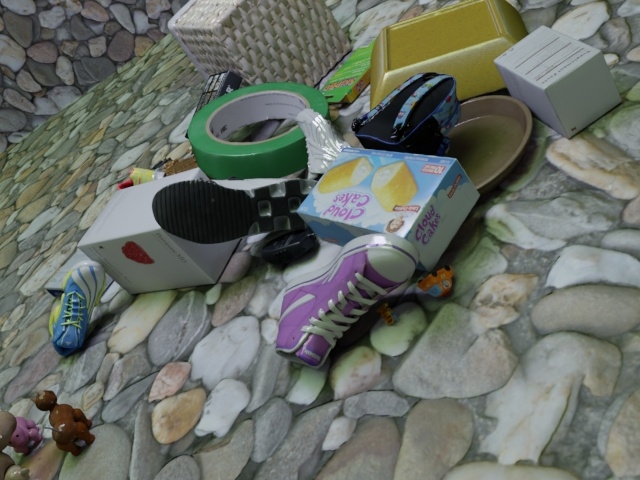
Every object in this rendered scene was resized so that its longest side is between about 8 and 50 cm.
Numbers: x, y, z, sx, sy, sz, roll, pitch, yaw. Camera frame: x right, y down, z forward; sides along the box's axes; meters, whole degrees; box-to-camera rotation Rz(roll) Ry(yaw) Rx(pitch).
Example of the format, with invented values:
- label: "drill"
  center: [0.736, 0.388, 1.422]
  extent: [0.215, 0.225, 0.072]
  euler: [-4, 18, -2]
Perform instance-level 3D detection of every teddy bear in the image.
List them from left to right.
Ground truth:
- label: "teddy bear"
  center: [-0.311, -0.151, 1.731]
  extent: [0.245, 0.113, 0.338]
  euler: [-39, 23, -14]

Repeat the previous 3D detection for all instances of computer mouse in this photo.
- label: "computer mouse"
  center: [-0.446, -0.178, 1.946]
  extent: [0.106, 0.042, 0.193]
  euler: [-36, 26, -5]
- label: "computer mouse"
  center: [0.000, 0.000, 1.273]
  extent: [0.242, 0.041, 0.071]
  euler: [-15, 21, 25]

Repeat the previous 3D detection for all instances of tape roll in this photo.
- label: "tape roll"
  center: [-0.134, -0.249, 1.571]
  extent: [0.321, 0.077, 0.321]
  euler: [-7, 39, 6]

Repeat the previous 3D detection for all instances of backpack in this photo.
- label: "backpack"
  center: [0.166, -0.206, 1.205]
  extent: [0.173, 0.117, 0.158]
  euler: [-46, 32, -11]

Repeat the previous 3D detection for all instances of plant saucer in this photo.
- label: "plant saucer"
  center: [0.247, -0.384, 1.392]
  extent: [0.333, 0.081, 0.332]
  euler: [-14, 35, 15]
- label: "plant saucer"
  center: [0.238, -0.147, 1.206]
  extent: [0.278, 0.041, 0.278]
  euler: [-27, 33, 19]

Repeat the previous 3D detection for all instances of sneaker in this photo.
- label: "sneaker"
  center: [-0.524, 0.158, 1.513]
  extent: [0.240, 0.091, 0.126]
  euler: [-58, 36, 33]
- label: "sneaker"
  center: [-0.445, -0.105, 1.671]
  extent: [0.208, 0.094, 0.081]
  euler: [-52, 30, 39]
- label: "sneaker"
  center: [-0.152, -0.063, 1.346]
  extent: [0.330, 0.122, 0.146]
  euler: [-1, 7, -5]
- label: "sneaker"
  center: [0.003, -0.171, 1.380]
  extent: [0.115, 0.090, 0.232]
  euler: [-45, 55, 8]
- label: "sneaker"
  center: [0.033, 0.105, 1.023]
  extent: [0.282, 0.102, 0.161]
  euler: [-36, 29, 45]

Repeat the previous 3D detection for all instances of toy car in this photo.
- label: "toy car"
  center: [0.147, 0.084, 1.026]
  extent: [0.122, 0.060, 0.040]
  euler: [-41, 72, 28]

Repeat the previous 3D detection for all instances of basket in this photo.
- label: "basket"
  center: [-0.156, -0.544, 1.841]
  extent: [0.328, 0.331, 0.266]
  euler: [-48, 35, -14]

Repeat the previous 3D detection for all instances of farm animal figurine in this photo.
- label: "farm animal figurine"
  center: [-0.587, 0.399, 1.223]
  extent: [0.330, 0.172, 0.327]
  euler: [-27, 34, 19]

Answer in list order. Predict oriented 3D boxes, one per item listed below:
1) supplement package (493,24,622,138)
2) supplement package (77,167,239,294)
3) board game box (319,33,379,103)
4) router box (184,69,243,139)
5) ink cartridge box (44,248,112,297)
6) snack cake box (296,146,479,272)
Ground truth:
- label: "supplement package"
  center: [0.385, -0.263, 1.142]
  extent: [0.105, 0.105, 0.179]
  euler: [-35, 32, 6]
- label: "supplement package"
  center: [-0.338, -0.013, 1.490]
  extent: [0.293, 0.177, 0.175]
  euler: [-10, 42, 39]
- label: "board game box"
  center: [0.092, -0.416, 1.703]
  extent: [0.259, 0.039, 0.124]
  euler: [-48, 32, -20]
- label: "router box"
  center: [-0.270, -0.332, 1.747]
  extent: [0.133, 0.046, 0.179]
  euler: [12, 80, 60]
- label: "ink cartridge box"
  center: [-0.566, 0.051, 1.768]
  extent: [0.223, 0.045, 0.224]
  euler: [-2, 46, 43]
- label: "snack cake box"
  center: [0.101, -0.058, 1.116]
  extent: [0.264, 0.089, 0.152]
  euler: [16, 64, 51]
